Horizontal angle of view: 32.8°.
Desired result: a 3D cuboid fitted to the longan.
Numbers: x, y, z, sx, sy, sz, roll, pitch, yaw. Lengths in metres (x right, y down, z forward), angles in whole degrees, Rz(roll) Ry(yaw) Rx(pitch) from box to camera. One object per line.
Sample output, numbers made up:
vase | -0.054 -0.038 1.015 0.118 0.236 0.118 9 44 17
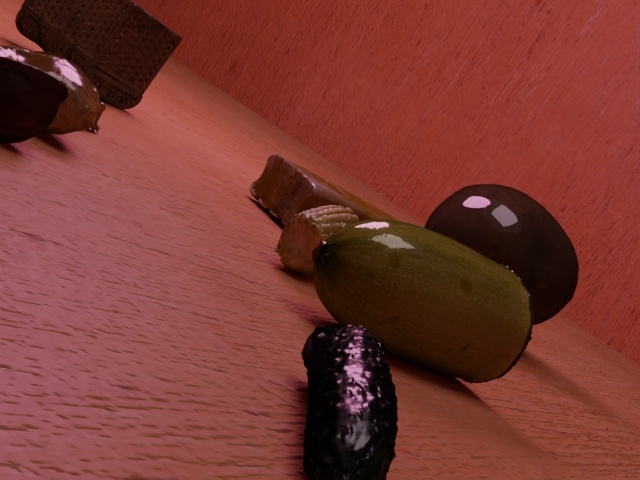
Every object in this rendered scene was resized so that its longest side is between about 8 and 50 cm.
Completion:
longan | 0.267 0.025 1.622 0.246 0.215 0.246 12 24 -5

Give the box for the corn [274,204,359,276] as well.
corn | 0.000 0.000 1.230 0.063 0.085 0.165 49 15 9

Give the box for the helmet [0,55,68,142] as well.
helmet | -0.284 -0.119 0.970 0.111 0.057 0.089 19 -23 -36

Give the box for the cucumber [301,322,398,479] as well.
cucumber | 0.020 0.102 0.687 0.067 0.067 0.245 31 6 -5

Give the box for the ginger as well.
ginger | -0.294 -0.161 1.158 0.147 0.081 0.334 15 6 0

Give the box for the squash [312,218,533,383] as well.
squash | 0.091 0.055 1.070 0.247 0.132 0.132 21 12 -42

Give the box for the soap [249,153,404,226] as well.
soap | 0.039 -0.024 1.552 0.257 0.080 0.160 26 9 -33

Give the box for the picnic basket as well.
picnic basket | -0.345 -0.314 1.657 0.196 0.154 0.134 39 5 27
